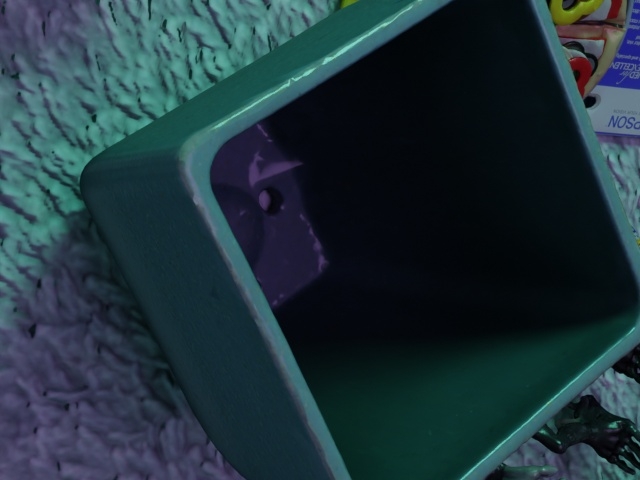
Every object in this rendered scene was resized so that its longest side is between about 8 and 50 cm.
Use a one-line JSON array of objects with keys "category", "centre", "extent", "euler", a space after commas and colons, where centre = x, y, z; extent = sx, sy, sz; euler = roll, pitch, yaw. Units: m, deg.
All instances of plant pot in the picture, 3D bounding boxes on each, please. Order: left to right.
[{"category": "plant pot", "centre": [0.000, 0.000, 0.829], "extent": [0.248, 0.252, 0.247], "euler": [-35, 110, -28]}]

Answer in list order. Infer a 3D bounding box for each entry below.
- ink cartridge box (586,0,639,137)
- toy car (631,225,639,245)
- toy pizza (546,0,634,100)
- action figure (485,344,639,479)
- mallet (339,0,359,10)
[{"category": "ink cartridge box", "centre": [0.214, -0.183, 1.074], "extent": [0.206, 0.045, 0.208], "euler": [2, 121, -34]}, {"category": "toy car", "centre": [0.301, -0.024, 1.159], "extent": [0.122, 0.060, 0.040], "euler": [-9, 65, -41]}, {"category": "toy pizza", "centre": [0.144, -0.152, 0.999], "extent": [0.201, 0.032, 0.201], "euler": [-13, 127, -18]}, {"category": "action figure", "centre": [0.141, 0.108, 1.002], "extent": [0.276, 0.141, 0.164], "euler": [6, 100, -36]}, {"category": "mallet", "centre": [0.030, -0.168, 0.977], "extent": [0.062, 0.039, 0.189], "euler": [30, 71, -30]}]
